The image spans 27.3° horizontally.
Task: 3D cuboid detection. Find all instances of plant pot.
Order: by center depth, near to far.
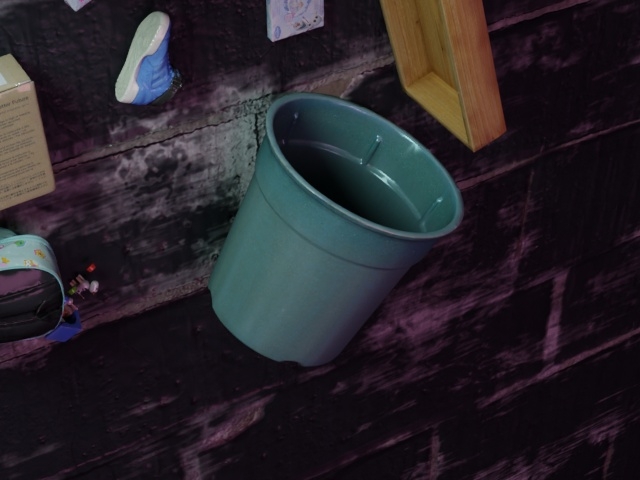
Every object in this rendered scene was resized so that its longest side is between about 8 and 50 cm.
[{"bbox_3d":[0.000,0.000,2.100,0.341,0.341,0.334,1,132,-38],"label":"plant pot"}]

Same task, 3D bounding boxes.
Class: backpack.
[{"bbox_3d":[-0.468,0.067,1.907,0.188,0.144,0.166,-3,129,-12],"label":"backpack"}]

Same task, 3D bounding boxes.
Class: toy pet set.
[{"bbox_3d":[-0.385,0.111,2.037,0.114,0.122,0.065,-36,102,28],"label":"toy pet set"}]

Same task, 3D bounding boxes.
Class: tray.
[{"bbox_3d":[0.171,-0.342,1.996,0.076,0.203,0.411,-32,139,-12],"label":"tray"}]

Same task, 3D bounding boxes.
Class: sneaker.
[{"bbox_3d":[-0.226,-0.255,1.876,0.084,0.058,0.152,7,125,-35],"label":"sneaker"}]

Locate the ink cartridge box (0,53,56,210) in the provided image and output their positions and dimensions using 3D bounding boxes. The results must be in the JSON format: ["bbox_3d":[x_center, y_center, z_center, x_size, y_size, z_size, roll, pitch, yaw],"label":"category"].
[{"bbox_3d":[-0.491,-0.122,1.770,0.234,0.088,0.193,-21,135,-21],"label":"ink cartridge box"}]

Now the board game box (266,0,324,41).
[{"bbox_3d":[-0.038,-0.350,1.969,0.090,0.020,0.090,-21,136,-22],"label":"board game box"}]

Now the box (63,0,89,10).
[{"bbox_3d":[-0.266,-0.425,1.599,0.247,0.163,0.142,-41,143,-10],"label":"box"}]
